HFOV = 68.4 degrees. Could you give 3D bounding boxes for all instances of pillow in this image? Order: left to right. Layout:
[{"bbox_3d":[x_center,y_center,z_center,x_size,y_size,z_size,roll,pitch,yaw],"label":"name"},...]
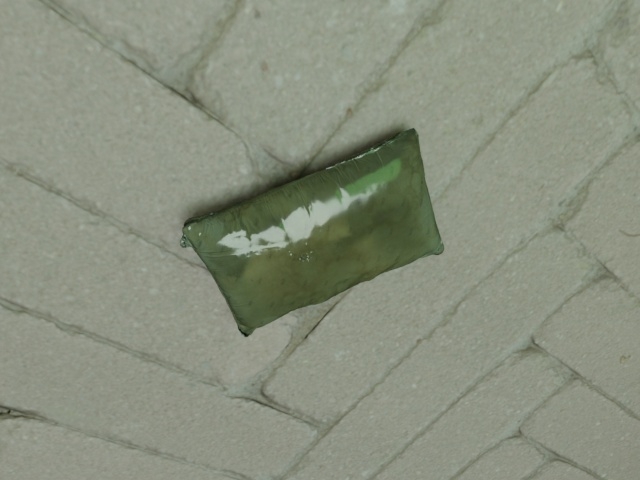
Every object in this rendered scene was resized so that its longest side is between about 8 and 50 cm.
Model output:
[{"bbox_3d":[0.000,0.000,0.579,0.302,0.075,0.185,-23,122,-3],"label":"pillow"}]
